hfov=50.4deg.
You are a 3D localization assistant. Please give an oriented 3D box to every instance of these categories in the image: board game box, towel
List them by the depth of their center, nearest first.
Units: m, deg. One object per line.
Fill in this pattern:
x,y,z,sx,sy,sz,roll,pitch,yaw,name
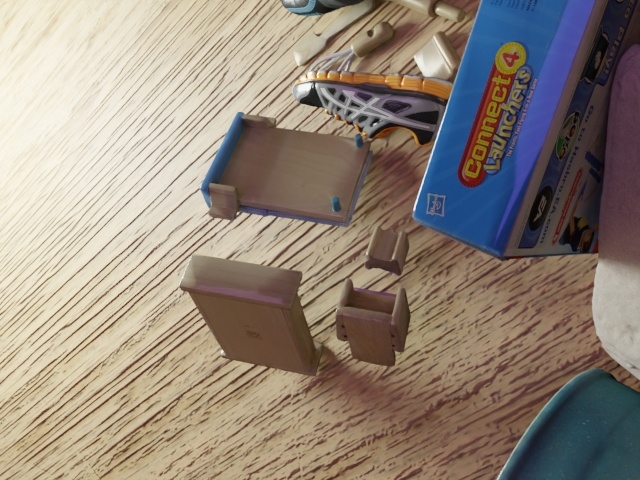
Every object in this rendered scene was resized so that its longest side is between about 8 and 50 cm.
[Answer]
0.283,0.014,0.492,0.187,0.049,0.282,-133,28,-53,towel
0.234,-0.142,0.583,0.086,0.302,0.308,26,106,36,board game box

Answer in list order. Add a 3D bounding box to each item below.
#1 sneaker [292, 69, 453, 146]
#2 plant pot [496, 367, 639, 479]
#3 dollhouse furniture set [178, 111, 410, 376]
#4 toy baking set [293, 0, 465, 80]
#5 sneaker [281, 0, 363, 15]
0.056,-0.168,0.847,0.215,0.084,0.083,13,107,31,sneaker
0.288,0.276,0.529,0.255,0.272,0.271,22,99,40,plant pot
0.000,0.000,0.901,0.286,0.198,0.303,9,59,15,dollhouse furniture set
0.067,-0.252,0.895,0.256,0.030,0.196,41,109,31,toy baking set
0.012,-0.464,0.898,0.140,0.125,0.340,0,76,55,sneaker
